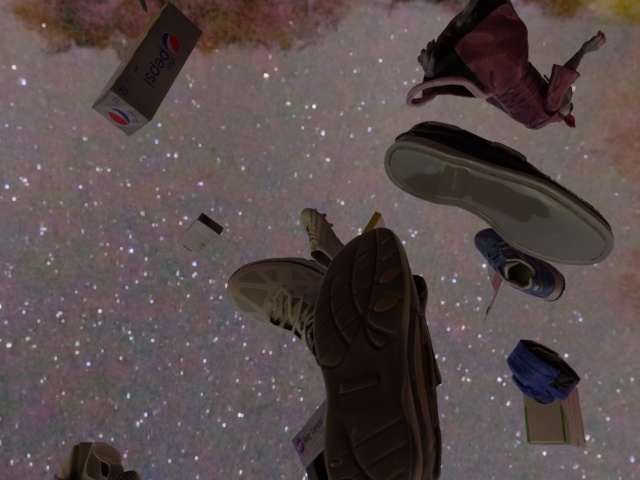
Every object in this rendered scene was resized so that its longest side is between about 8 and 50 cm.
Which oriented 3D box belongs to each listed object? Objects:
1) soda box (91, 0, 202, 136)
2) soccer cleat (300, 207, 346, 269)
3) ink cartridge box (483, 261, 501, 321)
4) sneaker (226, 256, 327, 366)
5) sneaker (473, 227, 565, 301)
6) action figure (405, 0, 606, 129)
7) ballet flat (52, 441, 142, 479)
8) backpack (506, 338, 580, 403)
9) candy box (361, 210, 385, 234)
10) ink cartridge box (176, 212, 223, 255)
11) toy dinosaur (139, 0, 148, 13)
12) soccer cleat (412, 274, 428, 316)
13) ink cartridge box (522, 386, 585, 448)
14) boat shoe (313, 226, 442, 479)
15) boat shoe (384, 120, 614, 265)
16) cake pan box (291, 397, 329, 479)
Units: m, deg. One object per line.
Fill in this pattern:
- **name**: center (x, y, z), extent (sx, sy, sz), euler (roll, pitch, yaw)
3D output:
- **soda box**: center (-0.354, -0.358, 1.243), extent (0.098, 0.091, 0.286), euler (39, -128, -31)
- **soccer cleat**: center (0.000, 0.000, 1.282), extent (0.076, 0.068, 0.196), euler (-23, -127, -23)
- **ink cartridge box**: center (0.394, 0.054, 1.347), extent (0.066, 0.232, 0.189), euler (26, 170, 17)
- **sneaker**: center (-0.027, 0.145, 1.256), extent (0.447, 0.169, 0.257), euler (12, -172, 16)
- **sneaker**: center (0.358, 0.034, 1.120), extent (0.081, 0.080, 0.211), euler (9, -158, -35)
- **action figure**: center (0.401, -0.324, 1.224), extent (0.370, 0.248, 0.276), euler (33, -113, -21)
- **ballet flat**: center (-0.534, 0.571, 1.429), extent (0.164, 0.182, 0.483), euler (-1, 170, -39)
- **backpack**: center (0.426, 0.259, 1.173), extent (0.120, 0.101, 0.098), euler (30, -171, -22)
- **candy box**: center (0.119, 0.020, 1.716), extent (0.027, 0.206, 0.105), euler (31, 173, 16)
- **ink cartridge box**: center (-0.282, -0.013, 1.395), extent (0.063, 0.115, 0.029), euler (37, -135, -17)
- **toy dinosaur**: center (-0.394, -0.440, 0.884), extent (0.121, 0.313, 0.160), euler (-48, -151, -10)
- **soccer cleat**: center (0.268, 0.239, 1.759), extent (0.093, 0.121, 0.289), euler (6, -123, 13)
- **ink cartridge box**: center (0.719, 0.533, 1.844), extent (0.114, 0.198, 0.273), euler (-12, 154, 31)
- **boat shoe**: center (0.074, 0.151, 0.730), extent (0.132, 0.130, 0.355), euler (-17, -128, 28)
- **boat shoe**: center (0.234, -0.073, 0.773), extent (0.302, 0.114, 0.091), euler (31, -132, 12)
- **cake pan box**: center (0.064, 0.428, 1.150), extent (0.070, 0.267, 0.246), euler (-4, -128, -36)
